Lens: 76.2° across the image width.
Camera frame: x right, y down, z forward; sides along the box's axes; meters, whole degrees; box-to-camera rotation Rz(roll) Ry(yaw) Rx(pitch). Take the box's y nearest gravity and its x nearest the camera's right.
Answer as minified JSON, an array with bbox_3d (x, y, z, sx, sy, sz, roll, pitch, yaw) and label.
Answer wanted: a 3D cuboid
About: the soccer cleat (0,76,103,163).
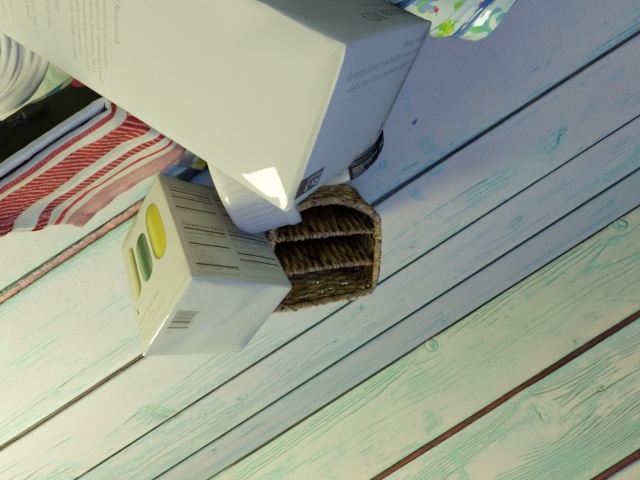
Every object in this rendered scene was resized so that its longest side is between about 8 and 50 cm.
[{"bbox_3d":[-0.304,-0.193,0.591,0.331,0.143,0.116,-38,102,-18],"label":"soccer cleat"}]

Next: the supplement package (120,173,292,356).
[{"bbox_3d":[-0.226,0.048,0.773,0.198,0.262,0.199,12,125,-43],"label":"supplement package"}]

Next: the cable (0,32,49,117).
[{"bbox_3d":[-0.442,-0.234,0.429,0.257,0.089,0.257,-46,148,25],"label":"cable"}]

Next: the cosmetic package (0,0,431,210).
[{"bbox_3d":[-0.112,-0.218,0.410,0.217,0.385,0.156,-48,165,-49],"label":"cosmetic package"}]

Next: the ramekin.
[{"bbox_3d":[-0.119,-0.110,0.727,0.109,0.207,0.207,-21,143,1],"label":"ramekin"}]

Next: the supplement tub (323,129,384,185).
[{"bbox_3d":[-0.008,-0.254,0.642,0.194,0.193,0.316,-28,143,-6],"label":"supplement tub"}]

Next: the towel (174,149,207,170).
[{"bbox_3d":[-0.225,-0.165,0.743,0.060,0.009,0.083,10,127,-41],"label":"towel"}]

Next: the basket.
[{"bbox_3d":[0.000,0.000,0.915,0.299,0.223,0.213,-4,135,-31],"label":"basket"}]

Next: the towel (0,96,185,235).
[{"bbox_3d":[-0.312,-0.085,0.555,0.237,0.329,0.037,-36,99,-2],"label":"towel"}]

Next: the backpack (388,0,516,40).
[{"bbox_3d":[0.219,-0.447,0.516,0.356,0.290,0.273,-37,126,17],"label":"backpack"}]
